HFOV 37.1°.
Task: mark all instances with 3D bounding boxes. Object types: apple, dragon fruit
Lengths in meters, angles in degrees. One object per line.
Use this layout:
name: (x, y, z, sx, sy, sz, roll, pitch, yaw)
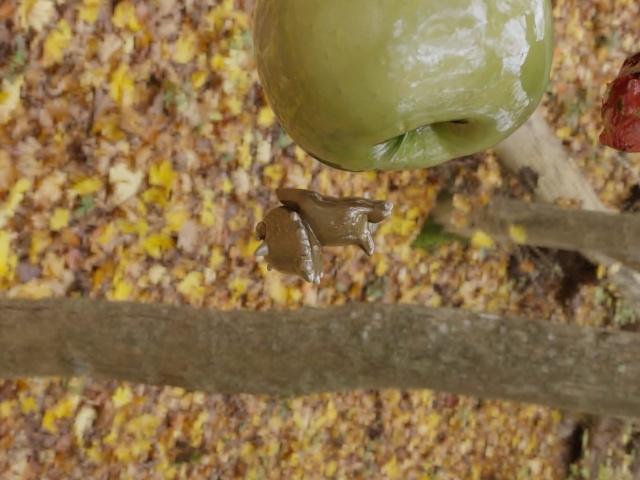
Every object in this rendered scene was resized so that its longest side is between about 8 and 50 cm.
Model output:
apple: (0.120, -0.328, 1.438, 0.473, 0.473, 0.474, 8, 90, -76)
dragon fruit: (0.507, -0.207, 1.406, 0.161, 0.274, 0.126, -40, 118, -29)

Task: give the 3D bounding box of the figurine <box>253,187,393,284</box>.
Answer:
figurine: (-0.004, 0.000, 1.844, 0.177, 0.247, 0.173, 117, -18, -74)
